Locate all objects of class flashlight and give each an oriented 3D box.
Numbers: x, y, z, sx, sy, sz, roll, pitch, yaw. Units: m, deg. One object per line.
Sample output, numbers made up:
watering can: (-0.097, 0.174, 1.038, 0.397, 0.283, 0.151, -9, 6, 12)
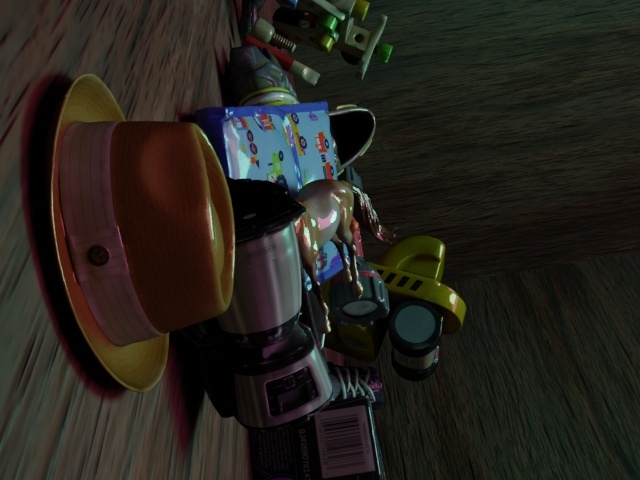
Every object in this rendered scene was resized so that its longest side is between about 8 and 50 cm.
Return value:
flashlight: (0.054, 0.001, 1.318, 0.103, 0.103, 0.304, 56, 23, -51)

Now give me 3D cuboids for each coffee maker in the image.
coffee maker: (-0.059, 0.046, 0.630, 0.171, 0.120, 0.178, -96, 177, -68)

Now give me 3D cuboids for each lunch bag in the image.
lunch bag: (-0.074, -0.044, 0.865, 0.293, 0.138, 0.221, -35, 118, -72)

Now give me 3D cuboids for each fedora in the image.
fedora: (-0.096, -0.008, 0.449, 0.194, 0.079, 0.195, -10, 90, -87)

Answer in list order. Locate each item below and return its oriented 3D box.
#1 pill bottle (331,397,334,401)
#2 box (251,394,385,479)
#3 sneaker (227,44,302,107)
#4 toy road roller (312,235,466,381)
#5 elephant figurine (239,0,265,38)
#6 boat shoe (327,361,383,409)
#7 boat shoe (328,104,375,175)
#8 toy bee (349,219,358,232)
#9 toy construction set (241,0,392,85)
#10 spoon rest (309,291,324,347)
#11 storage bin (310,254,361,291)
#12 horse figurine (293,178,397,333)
pill bottle: (0.005, 0.347, 1.250, 0.087, 0.087, 0.160, -90, 170, -72)
box: (0.011, 0.308, 0.928, 0.270, 0.143, 0.165, 76, 6, -66)
sneaker: (-0.087, -0.239, 1.167, 0.300, 0.111, 0.121, -120, -168, -84)
toy road roller: (0.115, 0.105, 1.424, 0.203, 0.329, 0.241, 77, 32, -62)
elephant figurine: (-0.108, -0.527, 1.346, 0.186, 0.169, 0.240, 39, 49, -40)
boat shoe: (0.038, 0.274, 1.419, 0.340, 0.158, 0.127, 71, 10, -75)
boat shoe: (-0.013, -0.139, 1.150, 0.117, 0.096, 0.324, 62, 34, -7)
toy bee: (-0.019, -0.017, 1.234, 0.298, 0.162, 0.195, -93, 175, -65)
toy construction set: (0.018, -0.375, 1.327, 0.309, 0.237, 0.257, -65, -175, -35)
spoon rest: (-0.025, 0.177, 1.136, 0.137, 0.084, 0.277, 158, -78, -81)
storage bin: (-0.017, 0.011, 1.069, 0.135, 0.091, 0.098, 46, 10, -33)
horse figurine: (0.000, 0.000, 0.810, 0.263, 0.066, 0.175, -40, 124, -53)
